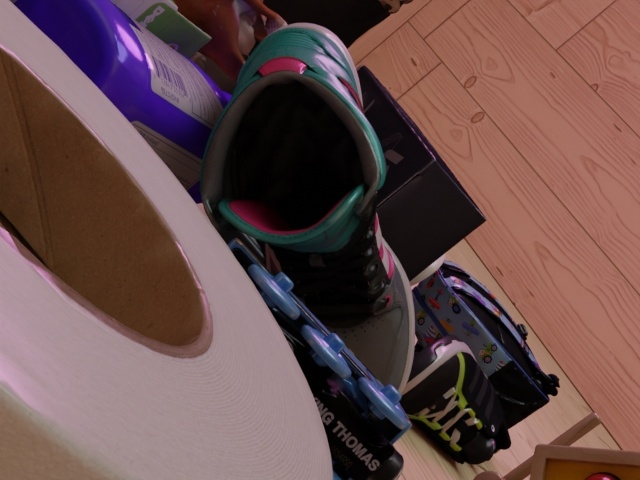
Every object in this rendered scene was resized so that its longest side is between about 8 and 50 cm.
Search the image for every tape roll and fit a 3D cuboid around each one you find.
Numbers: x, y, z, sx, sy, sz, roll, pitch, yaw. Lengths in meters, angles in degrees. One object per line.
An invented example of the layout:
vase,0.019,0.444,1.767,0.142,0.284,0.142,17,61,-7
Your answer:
tape roll,-0.143,-0.010,0.540,0.392,0.072,0.392,49,9,-11

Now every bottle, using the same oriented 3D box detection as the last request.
bottle,-0.119,-0.089,0.894,0.118,0.092,0.283,54,10,22

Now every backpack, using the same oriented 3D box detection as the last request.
backpack,0.153,0.110,1.323,0.173,0.117,0.158,47,10,-23

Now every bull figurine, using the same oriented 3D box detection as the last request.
bull figurine,-0.145,-0.215,1.080,0.310,0.101,0.188,31,-14,45

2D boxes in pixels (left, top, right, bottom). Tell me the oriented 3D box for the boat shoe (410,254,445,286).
boat shoe,0.046,-0.031,1.343,0.091,0.109,0.305,66,-6,-23

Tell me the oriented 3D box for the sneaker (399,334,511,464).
sneaker,0.134,0.158,1.152,0.097,0.084,0.235,57,12,25

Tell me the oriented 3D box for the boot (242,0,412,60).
boot,-0.068,-0.315,1.429,0.377,0.284,0.138,57,11,32

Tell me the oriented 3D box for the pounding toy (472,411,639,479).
pounding toy,0.211,0.219,1.046,0.094,0.206,0.181,41,56,-48

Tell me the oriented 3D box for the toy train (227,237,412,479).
toy train,-0.019,0.080,0.772,0.184,0.080,0.105,46,1,-11

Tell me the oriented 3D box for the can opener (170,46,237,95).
can opener,-0.092,-0.136,1.268,0.283,0.076,0.095,47,10,-28

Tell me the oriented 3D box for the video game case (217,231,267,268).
video game case,-0.007,0.041,1.130,0.196,0.026,0.274,50,8,-1

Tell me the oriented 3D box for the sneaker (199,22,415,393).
sneaker,0.000,0.000,0.849,0.178,0.124,0.295,-54,131,-75

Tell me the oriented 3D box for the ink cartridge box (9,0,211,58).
ink cartridge box,-0.178,-0.171,0.888,0.062,0.109,0.209,55,10,24

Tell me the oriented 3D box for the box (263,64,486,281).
box,0.027,-0.036,1.036,0.093,0.156,0.158,43,12,-41
